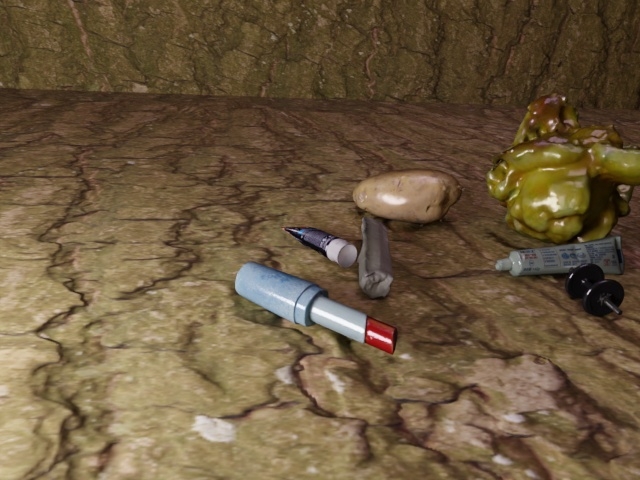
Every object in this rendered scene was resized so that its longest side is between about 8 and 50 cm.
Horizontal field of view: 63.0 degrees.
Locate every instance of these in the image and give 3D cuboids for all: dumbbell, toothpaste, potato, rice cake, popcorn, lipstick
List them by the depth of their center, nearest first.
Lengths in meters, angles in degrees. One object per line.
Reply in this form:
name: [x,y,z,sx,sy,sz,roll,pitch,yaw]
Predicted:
lipstick: [-0.006,0.099,0.767,0.273,0.061,0.068,19,30,31]
dumbbell: [0.457,0.082,0.873,0.069,0.070,0.147,1,25,-6]
rice cake: [0.097,0.024,0.958,0.057,0.052,0.256,36,22,-12]
toothpaste: [0.455,0.035,0.984,0.268,0.047,0.069,-4,56,-10]
toothpaste: [0.000,0.000,1.018,0.071,0.045,0.193,-3,18,-34]
popcorn: [0.531,-0.120,1.085,0.325,0.290,0.321,-15,40,-29]
potato: [0.196,-0.097,1.174,0.234,0.128,0.161,-4,9,-6]
